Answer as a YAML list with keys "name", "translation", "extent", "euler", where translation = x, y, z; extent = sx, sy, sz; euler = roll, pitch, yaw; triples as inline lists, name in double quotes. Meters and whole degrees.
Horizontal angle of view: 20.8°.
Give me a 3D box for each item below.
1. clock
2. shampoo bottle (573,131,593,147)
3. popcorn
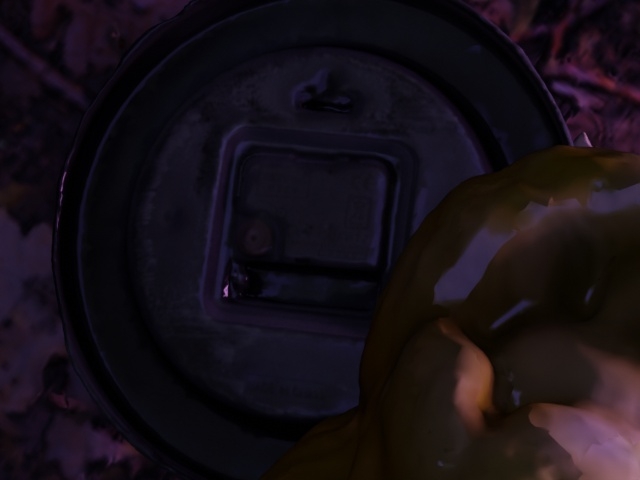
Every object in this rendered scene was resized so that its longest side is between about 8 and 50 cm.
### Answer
- name: "clock"
  translation: [0.000, 0.000, 0.724]
  extent: [0.226, 0.049, 0.226]
  euler: [-2, 80, 12]
- name: "shampoo bottle"
  translation: [0.088, 0.023, 0.741]
  extent: [0.049, 0.034, 0.141]
  euler: [38, 88, 1]
- name: "popcorn"
  translation: [0.098, 0.162, 0.606]
  extent: [0.293, 0.334, 0.292]
  euler: [-7, 56, 43]
